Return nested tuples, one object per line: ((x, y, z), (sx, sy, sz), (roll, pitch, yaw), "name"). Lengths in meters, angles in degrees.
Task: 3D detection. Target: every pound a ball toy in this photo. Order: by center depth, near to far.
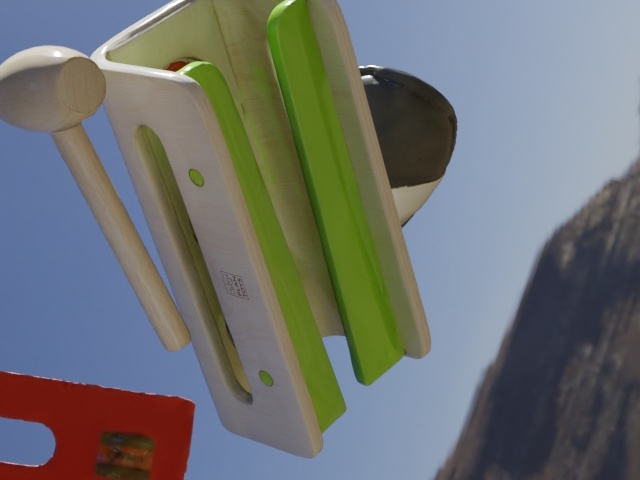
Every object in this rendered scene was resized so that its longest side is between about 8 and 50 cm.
((-0.074, -0.014, 0.898), (0.208, 0.135, 0.319), (-39, -55, -32), "pound a ball toy")

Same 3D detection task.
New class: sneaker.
((0.000, 0.000, 1.147), (0.330, 0.122, 0.146), (-53, 15, 51), "sneaker")

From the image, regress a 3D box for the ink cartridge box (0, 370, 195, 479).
((-0.148, 0.162, 0.548), (0.066, 0.189, 0.232), (167, 112, -75), "ink cartridge box")
